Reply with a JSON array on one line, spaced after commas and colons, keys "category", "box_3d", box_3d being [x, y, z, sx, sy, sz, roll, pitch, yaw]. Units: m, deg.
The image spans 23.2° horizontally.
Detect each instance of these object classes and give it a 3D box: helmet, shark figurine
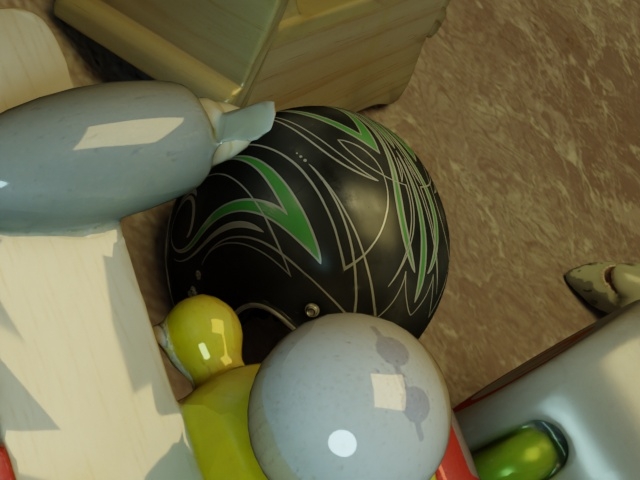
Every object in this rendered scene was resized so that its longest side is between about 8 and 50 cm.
[{"category": "helmet", "box_3d": [0.000, 0.000, 0.970, 0.169, 0.162, 0.169, 16, 68, -44]}, {"category": "shark figurine", "box_3d": [0.344, 0.128, 1.373, 0.166, 0.116, 0.278, -18, 63, -22]}]

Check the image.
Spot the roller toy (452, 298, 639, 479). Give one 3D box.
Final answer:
[{"category": "roller toy", "box_3d": [0.190, 0.141, 1.064, 0.146, 0.209, 0.191, 59, -4, 5]}]

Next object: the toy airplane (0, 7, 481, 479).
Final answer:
[{"category": "toy airplane", "box_3d": [-0.071, 0.109, 0.687, 0.386, 0.272, 0.384, 45, 36, -18]}]

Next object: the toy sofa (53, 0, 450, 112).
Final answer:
[{"category": "toy sofa", "box_3d": [-0.031, -0.183, 1.157, 0.150, 0.177, 0.362, 34, 29, 15]}]
